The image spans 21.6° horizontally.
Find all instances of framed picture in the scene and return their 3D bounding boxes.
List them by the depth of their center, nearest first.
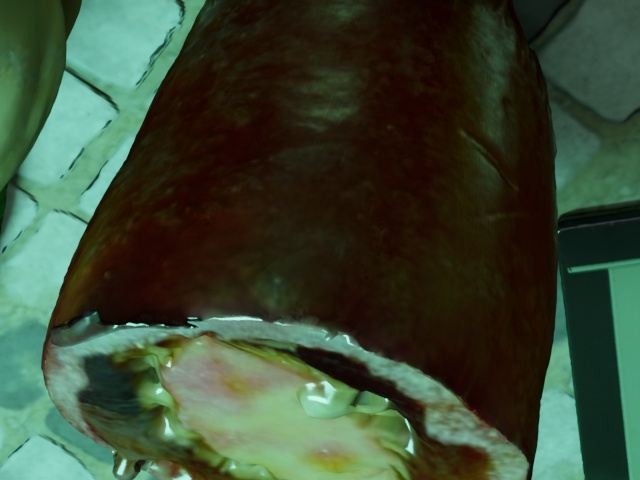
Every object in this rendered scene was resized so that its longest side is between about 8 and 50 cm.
[{"bbox_3d":[0.302,0.111,1.124,0.265,0.016,0.347,-9,122,6],"label":"framed picture"}]

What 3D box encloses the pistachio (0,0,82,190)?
[{"bbox_3d":[-0.240,-0.116,0.857,0.230,0.230,0.309,23,128,-14],"label":"pistachio"}]

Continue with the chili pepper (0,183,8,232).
[{"bbox_3d":[-0.240,0.043,1.064,0.088,0.059,0.227,-10,134,-24],"label":"chili pepper"}]

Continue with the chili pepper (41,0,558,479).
[{"bbox_3d":[0.000,0.000,0.915,0.251,0.305,0.229,-12,131,23],"label":"chili pepper"}]
